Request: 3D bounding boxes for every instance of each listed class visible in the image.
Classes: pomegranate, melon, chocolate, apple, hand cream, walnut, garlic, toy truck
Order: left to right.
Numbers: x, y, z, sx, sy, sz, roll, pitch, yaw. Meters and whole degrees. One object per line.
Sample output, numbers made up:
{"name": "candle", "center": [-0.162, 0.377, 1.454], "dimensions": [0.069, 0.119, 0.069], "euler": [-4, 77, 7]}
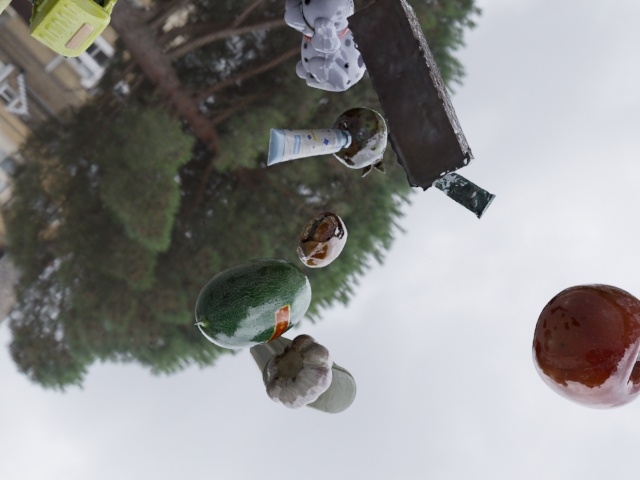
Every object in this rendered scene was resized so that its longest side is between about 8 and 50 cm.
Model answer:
{"name": "toy truck", "center": [-0.425, -0.372, 1.197], "dimensions": [0.124, 0.272, 0.157], "euler": [-36, -140, 28]}
{"name": "melon", "center": [-0.149, 0.134, 1.793], "dimensions": [0.288, 0.182, 0.182], "euler": [-17, -174, -36]}
{"name": "garlic", "center": [-0.041, 0.280, 1.793], "dimensions": [0.147, 0.102, 0.159], "euler": [12, -110, 38]}
{"name": "hand cream", "center": [-0.021, -0.167, 1.448], "dimensions": [0.171, 0.065, 0.043], "euler": [-11, -154, -38]}
{"name": "walnut", "center": [0.000, 0.000, 1.999], "dimensions": [0.116, 0.115, 0.207], "euler": [-28, -171, 29]}
{"name": "pomegranate", "center": [0.088, -0.226, 1.970], "dimensions": [0.149, 0.169, 0.148], "euler": [-4, -127, 5]}
{"name": "chocolate", "center": [0.156, -0.240, 1.402], "dimensions": [0.112, 0.321, 0.112], "euler": [-25, 172, 24]}
{"name": "hand cream", "center": [0.339, -0.149, 2.251], "dimensions": [0.075, 0.248, 0.052], "euler": [-62, 171, 24]}
{"name": "apple", "center": [0.561, 0.219, 1.731], "dimensions": [0.217, 0.260, 0.260], "euler": [21, -116, 43]}

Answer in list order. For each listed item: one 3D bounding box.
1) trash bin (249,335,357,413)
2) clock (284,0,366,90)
{"name": "trash bin", "center": [-0.054, 0.330, 2.154], "dimensions": [0.121, 0.243, 0.247], "euler": [-68, -162, 1]}
{"name": "clock", "center": [0.015, -0.485, 1.932], "dimensions": [0.189, 0.254, 0.188], "euler": [-5, -116, 9]}
